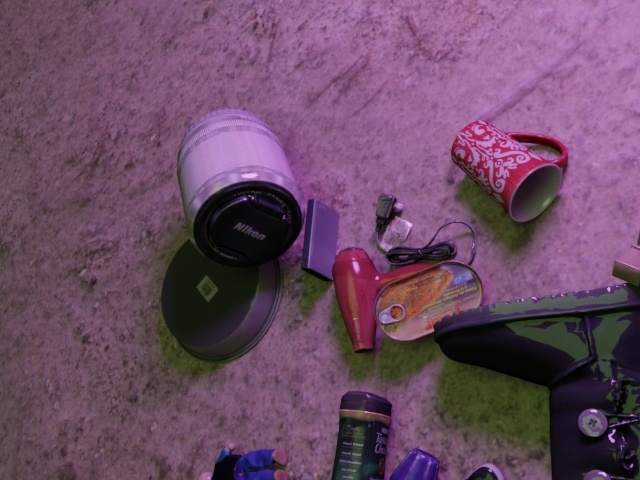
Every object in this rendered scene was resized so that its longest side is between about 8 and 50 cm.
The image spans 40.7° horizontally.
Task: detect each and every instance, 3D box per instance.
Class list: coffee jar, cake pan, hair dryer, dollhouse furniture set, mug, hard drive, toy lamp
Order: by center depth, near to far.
[{"bbox_3d":[0.531,-0.001,1.205,0.161,0.182,0.101,26,132,36],"label":"dollhouse furniture set"},{"bbox_3d":[0.115,0.469,1.386,0.080,0.080,0.275,21,85,37],"label":"toy lamp"},{"bbox_3d":[0.070,0.348,1.448,0.079,0.096,0.184,-2,73,30],"label":"coffee jar"},{"bbox_3d":[0.322,-0.126,1.466,0.169,0.150,0.113,46,137,40],"label":"mug"},{"bbox_3d":[0.121,0.064,1.526,0.223,0.080,0.293,28,90,36],"label":"hair dryer"},{"bbox_3d":[0.000,0.000,1.618,0.022,0.094,0.135,-5,71,30],"label":"hard drive"},{"bbox_3d":[-0.211,0.099,1.747,0.293,0.054,0.293,-12,68,30],"label":"cake pan"}]

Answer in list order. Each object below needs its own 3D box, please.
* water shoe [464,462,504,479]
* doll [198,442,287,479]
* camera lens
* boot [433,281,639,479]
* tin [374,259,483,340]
[{"bbox_3d":[0.211,0.434,1.334,0.073,0.080,0.203,37,95,36],"label":"water shoe"},{"bbox_3d":[-0.150,0.437,1.591,0.189,0.046,0.129,-17,64,27],"label":"doll"},{"bbox_3d":[-0.157,-0.100,1.648,0.219,0.219,0.274,-39,39,16],"label":"camera lens"},{"bbox_3d":[0.351,0.309,1.265,0.367,0.146,0.445,-15,72,35],"label":"boot"},{"bbox_3d":[0.184,0.104,1.465,0.189,0.040,0.106,-22,75,9],"label":"tin"}]
